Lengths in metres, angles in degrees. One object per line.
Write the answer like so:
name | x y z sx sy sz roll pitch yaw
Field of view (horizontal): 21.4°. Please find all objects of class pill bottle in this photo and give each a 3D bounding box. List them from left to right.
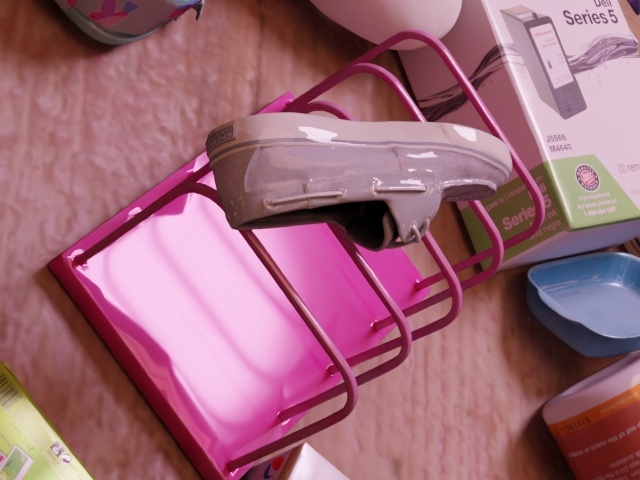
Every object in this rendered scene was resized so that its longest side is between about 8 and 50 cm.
pill bottle | 0.285 0.208 1.415 0.121 0.121 0.216 -24 86 -46

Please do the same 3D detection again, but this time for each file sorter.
file sorter | 0.000 0.000 1.229 0.202 0.182 0.290 55 44 -5

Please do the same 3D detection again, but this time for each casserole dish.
casserole dish | 0.256 0.059 1.499 0.188 0.037 0.114 -10 40 -43

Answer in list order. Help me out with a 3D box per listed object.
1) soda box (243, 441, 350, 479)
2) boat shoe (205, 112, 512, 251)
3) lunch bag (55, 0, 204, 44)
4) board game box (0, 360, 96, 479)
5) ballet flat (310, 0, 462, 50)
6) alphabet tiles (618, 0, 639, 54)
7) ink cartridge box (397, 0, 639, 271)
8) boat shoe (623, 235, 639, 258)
soda box | 0.032 0.243 1.212 0.216 0.069 0.074 42 47 -17
boat shoe | 0.030 -0.031 1.093 0.227 0.079 0.081 2 74 -33
lunch bag | -0.160 -0.295 1.295 0.279 0.108 0.224 51 41 -10
board game box | -0.184 0.177 1.072 0.181 0.043 0.092 53 45 -6
ballet flat | -0.020 -0.334 1.402 0.139 0.139 0.400 -25 81 -46
alphabet tiles | 0.417 -0.143 1.795 0.342 0.011 0.285 30 51 -26
ink cartridge box | 0.195 -0.125 1.514 0.198 0.114 0.273 -10 75 -44
boat shoe | 0.423 -0.005 1.655 0.302 0.103 0.113 13 69 -34
